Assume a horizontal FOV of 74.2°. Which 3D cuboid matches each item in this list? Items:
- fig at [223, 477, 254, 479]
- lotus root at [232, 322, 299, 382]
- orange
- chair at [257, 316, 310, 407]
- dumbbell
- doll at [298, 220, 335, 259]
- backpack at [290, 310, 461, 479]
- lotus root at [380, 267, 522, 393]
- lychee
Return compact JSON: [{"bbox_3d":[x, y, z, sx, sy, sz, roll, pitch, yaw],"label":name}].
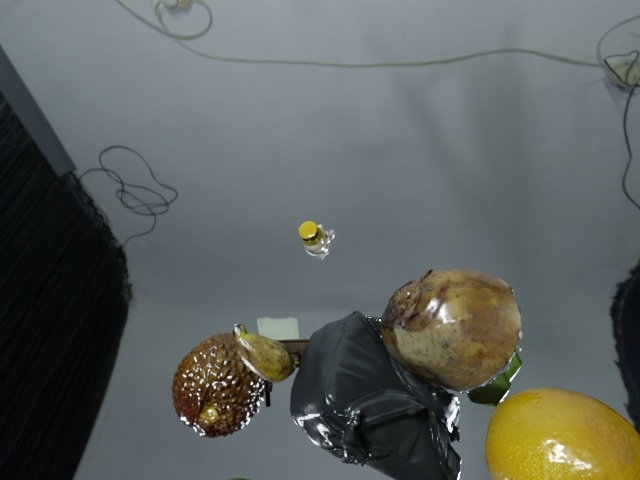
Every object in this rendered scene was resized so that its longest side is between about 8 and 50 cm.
[{"bbox_3d":[-0.153,0.560,0.848,0.235,0.203,0.203,-44,126,4],"label":"fig"},{"bbox_3d":[-0.145,0.271,1.020,0.191,0.094,0.108,36,170,-21],"label":"lotus root"},{"bbox_3d":[0.384,0.346,0.675,0.237,0.236,0.236,3,140,3],"label":"orange"},{"bbox_3d":[-0.115,0.354,1.375,0.161,0.318,0.186,0,142,-13],"label":"chair"},{"bbox_3d":[0.484,0.365,1.185,0.122,0.108,0.302,2,-179,31],"label":"dumbbell"},{"bbox_3d":[0.000,0.000,1.031,0.084,0.073,0.127,-24,145,8],"label":"doll"},{"bbox_3d":[0.160,0.396,1.030,0.446,0.363,0.255,38,126,-13],"label":"backpack"},{"bbox_3d":[0.246,0.162,0.876,0.192,0.271,0.272,26,136,-15],"label":"lotus root"},{"bbox_3d":[-0.272,0.389,1.175,0.268,0.267,0.267,3,140,3],"label":"lychee"}]
